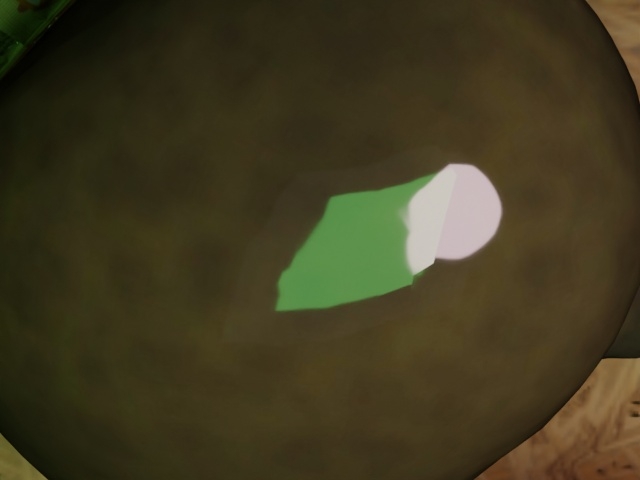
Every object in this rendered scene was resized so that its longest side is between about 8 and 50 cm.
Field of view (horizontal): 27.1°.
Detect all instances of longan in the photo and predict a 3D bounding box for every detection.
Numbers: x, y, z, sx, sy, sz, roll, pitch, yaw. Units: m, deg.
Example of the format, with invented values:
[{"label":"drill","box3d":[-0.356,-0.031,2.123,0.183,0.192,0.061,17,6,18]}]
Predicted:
[{"label":"longan","box3d":[0.000,0.000,0.532,0.300,0.243,0.300,0,148,0]}]

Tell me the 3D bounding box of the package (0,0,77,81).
[{"label":"package","box3d":[-0.160,-0.128,0.582,0.108,0.031,0.121,-45,114,10]}]
